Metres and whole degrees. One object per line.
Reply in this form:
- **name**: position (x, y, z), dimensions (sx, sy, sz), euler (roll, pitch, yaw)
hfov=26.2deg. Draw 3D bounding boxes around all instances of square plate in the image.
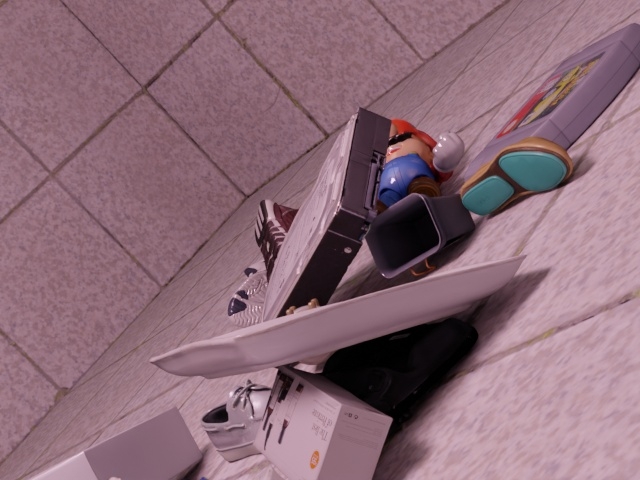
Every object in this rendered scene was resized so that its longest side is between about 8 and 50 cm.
- **square plate**: position (0.012, 0.095, 1.546), dimensions (0.344, 0.049, 0.347), euler (-14, -3, -23)

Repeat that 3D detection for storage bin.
- **storage bin**: position (0.143, -0.008, 1.864), dimensions (0.091, 0.098, 0.135), euler (-14, -13, -39)

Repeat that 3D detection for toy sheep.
- **toy sheep**: position (-0.012, 0.128, 1.885), dimensions (0.091, 0.091, 0.132), euler (-42, -3, 7)

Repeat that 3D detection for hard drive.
- **hard drive**: position (0.000, 0.000, 1.998), dimensions (0.237, 0.064, 0.339), euler (-79, 14, -47)

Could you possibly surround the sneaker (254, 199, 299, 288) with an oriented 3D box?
- **sneaker**: position (-0.011, 0.029, 2.346), dimensions (0.281, 0.163, 0.106), euler (-106, 26, -47)

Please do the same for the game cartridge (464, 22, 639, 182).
- **game cartridge**: position (0.340, -0.187, 1.931), dimensions (0.294, 0.060, 0.196), euler (-47, 13, -24)

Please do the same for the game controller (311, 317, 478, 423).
- **game controller**: position (0.061, 0.155, 1.551), dimensions (0.166, 0.067, 0.319), euler (-31, 4, -21)

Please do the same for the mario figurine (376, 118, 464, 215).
- **mario figurine**: position (0.115, -0.117, 2.159), dimensions (0.320, 0.198, 0.170), euler (-83, 2, -68)

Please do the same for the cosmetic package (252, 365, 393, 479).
- **cosmetic package**: position (-0.004, 0.196, 1.395), dimensions (0.239, 0.060, 0.098), euler (-167, 94, -74)

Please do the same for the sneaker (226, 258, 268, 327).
- **sneaker**: position (-0.103, 0.092, 2.464), dimensions (0.235, 0.094, 0.153), euler (-49, 9, -35)

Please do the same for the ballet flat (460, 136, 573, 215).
- **ballet flat**: position (0.255, -0.097, 1.761), dimensions (0.073, 0.080, 0.232), euler (-55, 13, -26)

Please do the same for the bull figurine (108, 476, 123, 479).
- **bull figurine**: position (-0.246, 0.379, 1.501), dimensions (0.310, 0.101, 0.188), euler (-39, 29, 43)

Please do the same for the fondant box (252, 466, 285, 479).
- **fondant box**: position (-0.143, 0.377, 1.222), dimensions (0.330, 0.096, 0.238), euler (-40, 9, 13)

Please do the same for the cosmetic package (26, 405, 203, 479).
- **cosmetic package**: position (-0.344, 0.349, 1.832), dimensions (0.284, 0.097, 0.377), euler (-27, -4, 10)

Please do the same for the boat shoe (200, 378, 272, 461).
- **boat shoe**: position (-0.091, 0.225, 1.776), dimensions (0.079, 0.081, 0.227), euler (-49, 10, -36)

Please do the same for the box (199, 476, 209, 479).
- **box**: position (-0.165, 0.350, 1.641), dimensions (0.178, 0.042, 0.109), euler (-46, 9, -12)
